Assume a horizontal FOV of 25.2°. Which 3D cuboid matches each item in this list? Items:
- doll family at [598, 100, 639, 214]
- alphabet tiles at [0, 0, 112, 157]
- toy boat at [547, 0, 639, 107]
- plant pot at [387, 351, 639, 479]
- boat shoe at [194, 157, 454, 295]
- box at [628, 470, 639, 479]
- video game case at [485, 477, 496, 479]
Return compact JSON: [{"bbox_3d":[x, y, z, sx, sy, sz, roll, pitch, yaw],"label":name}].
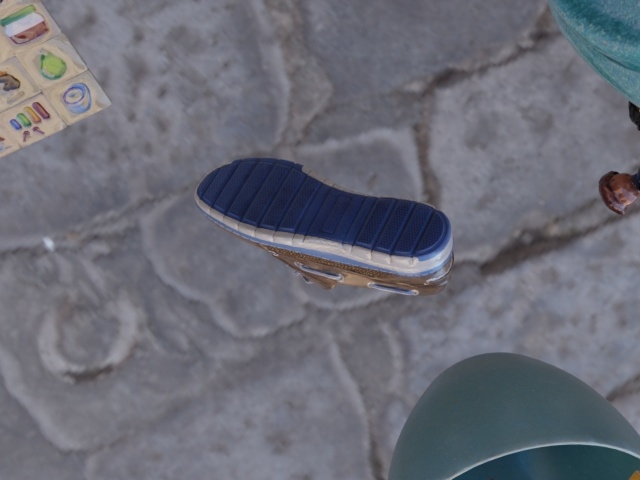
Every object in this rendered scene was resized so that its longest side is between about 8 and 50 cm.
[{"bbox_3d":[0.234,-0.080,0.887,0.193,0.111,0.076,-34,102,-52],"label":"doll family"},{"bbox_3d":[-0.301,-0.115,1.033,0.237,0.009,0.198,-24,137,7],"label":"alphabet tiles"},{"bbox_3d":[0.168,-0.131,0.469,0.148,0.318,0.267,-14,123,-23],"label":"toy boat"},{"bbox_3d":[0.193,0.232,1.490,0.290,0.195,0.290,-7,133,-7],"label":"plant pot"},{"bbox_3d":[0.000,0.000,0.943,0.066,0.183,0.066,-56,151,-32],"label":"boat shoe"},{"bbox_3d":[0.170,0.200,0.835,0.081,0.028,0.136,24,104,-45],"label":"box"},{"bbox_3d":[0.172,0.298,0.881,0.196,0.274,0.026,32,126,-19],"label":"video game case"}]
